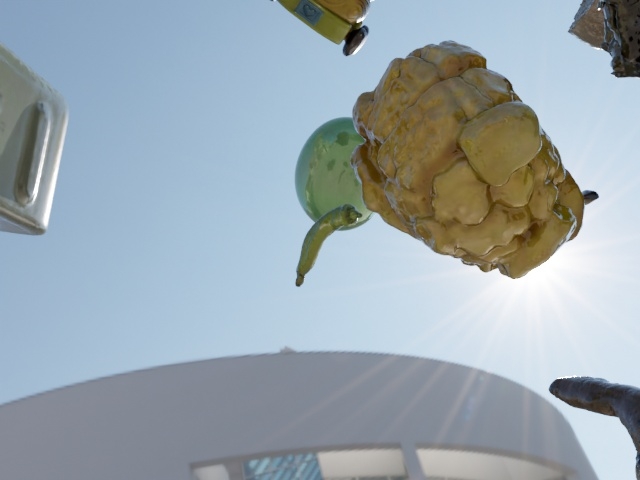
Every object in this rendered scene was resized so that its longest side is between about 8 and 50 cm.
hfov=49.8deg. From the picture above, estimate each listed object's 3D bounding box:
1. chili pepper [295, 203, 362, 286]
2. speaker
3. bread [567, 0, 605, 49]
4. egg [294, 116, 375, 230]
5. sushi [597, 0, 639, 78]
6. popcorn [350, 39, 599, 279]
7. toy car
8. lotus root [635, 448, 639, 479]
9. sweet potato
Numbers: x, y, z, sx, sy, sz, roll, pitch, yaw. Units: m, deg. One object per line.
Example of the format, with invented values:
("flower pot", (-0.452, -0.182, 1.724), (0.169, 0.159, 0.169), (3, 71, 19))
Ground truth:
("chili pepper", (-0.001, -0.001, 1.123), (0.049, 0.043, 0.208), (31, -47, -12))
("speaker", (-0.442, -0.148, 0.743), (0.183, 0.184, 0.406), (7, -14, 12))
("bread", (0.613, -0.460, 1.296), (0.183, 0.102, 0.337), (25, -14, 0))
("egg", (0.051, -0.152, 1.585), (0.220, 0.220, 0.270), (0, -62, -17))
("sushi", (0.308, -0.235, 0.622), (0.115, 0.212, 0.147), (-4, -53, 25))
("popcorn", (0.101, -0.057, 0.513), (0.140, 0.194, 0.163), (-42, -17, 24))
("toy car", (0.021, -0.456, 1.276), (0.200, 0.248, 0.142), (34, -69, -7))
("lotus root", (0.490, 0.330, 0.867), (0.138, 0.214, 0.138), (-40, -8, -6))
("sweet potato", (0.318, 0.173, 0.641), (0.074, 0.269, 0.075), (-8, -74, -32))
